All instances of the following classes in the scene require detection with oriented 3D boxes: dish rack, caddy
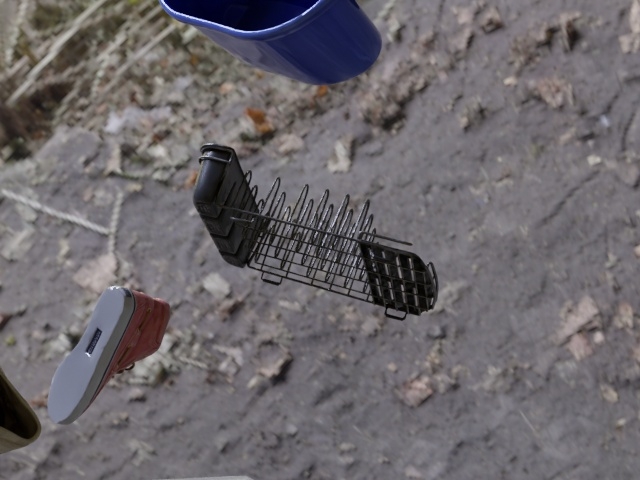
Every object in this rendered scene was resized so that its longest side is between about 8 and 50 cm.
[{"bbox_3d":[0.000,0.000,1.272,0.271,0.208,0.074,16,71,14],"label":"dish rack"},{"bbox_3d":[-0.046,-0.327,1.362,0.341,0.179,0.241,23,83,43],"label":"caddy"}]

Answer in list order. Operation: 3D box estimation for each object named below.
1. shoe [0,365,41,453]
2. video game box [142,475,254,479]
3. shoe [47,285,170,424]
[{"bbox_3d":[-0.281,0.075,0.873,0.058,0.219,0.076,-3,38,41],"label":"shoe"},{"bbox_3d":[-0.150,0.287,0.938,0.048,0.205,0.187,-171,83,-67],"label":"video game box"},{"bbox_3d":[-0.239,0.137,1.353,0.063,0.081,0.178,36,101,40],"label":"shoe"}]
